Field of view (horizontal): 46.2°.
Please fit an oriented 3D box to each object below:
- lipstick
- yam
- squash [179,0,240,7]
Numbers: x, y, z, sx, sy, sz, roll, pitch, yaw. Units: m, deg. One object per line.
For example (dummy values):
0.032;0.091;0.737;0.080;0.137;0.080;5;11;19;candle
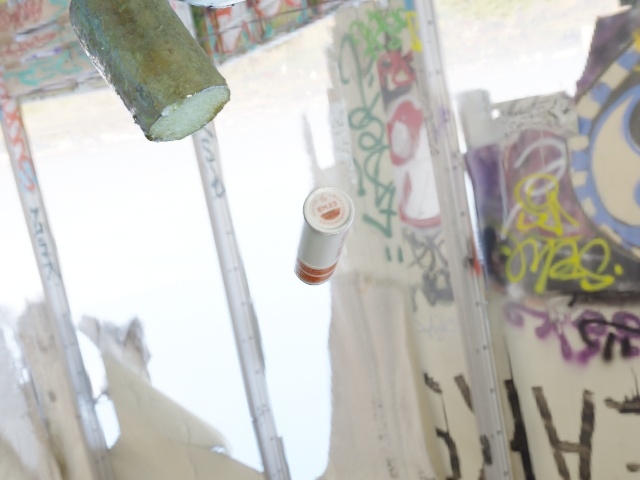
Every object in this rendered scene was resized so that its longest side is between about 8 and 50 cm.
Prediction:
0.000;0.000;0.592;0.038;0.038;0.131;-12;163;-9;lipstick
-0.267;-0.284;1.184;0.161;0.268;0.161;-33;162;-12;yam
-0.072;-0.298;0.619;0.220;0.220;0.133;-17;-153;-32;squash
